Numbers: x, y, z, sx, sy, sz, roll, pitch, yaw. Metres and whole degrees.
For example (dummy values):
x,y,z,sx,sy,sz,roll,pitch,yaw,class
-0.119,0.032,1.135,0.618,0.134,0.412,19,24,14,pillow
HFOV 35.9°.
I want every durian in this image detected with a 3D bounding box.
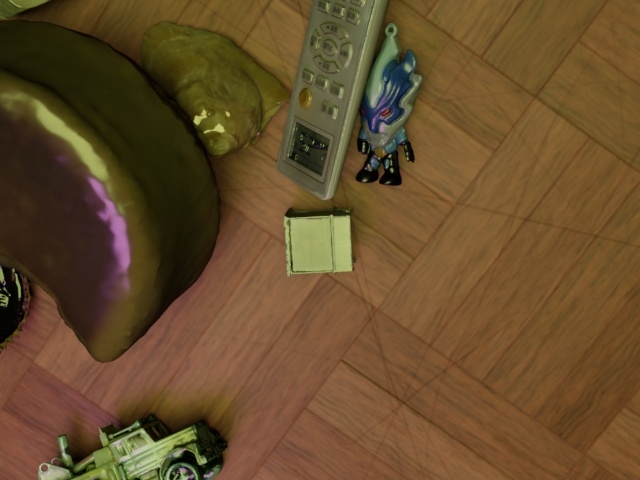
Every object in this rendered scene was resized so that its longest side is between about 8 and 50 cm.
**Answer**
x,y,z,sx,sy,sz,roll,pitch,yaw,class
-0.452,0.067,1.284,0.108,0.119,0.187,-4,101,42,durian

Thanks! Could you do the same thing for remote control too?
x,y,z,sx,sy,sz,roll,pitch,yaw,class
0.026,-0.210,1.171,0.055,0.109,0.313,-3,116,-40,remote control

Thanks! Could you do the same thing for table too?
x,y,z,sx,sy,sz,roll,pitch,yaw,class
0.000,0.000,1.235,0.083,0.062,0.079,-2,101,5,table

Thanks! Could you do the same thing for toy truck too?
x,y,z,sx,sy,sz,roll,pitch,yaw,class
-0.260,0.298,1.290,0.259,0.128,0.135,-21,85,9,toy truck

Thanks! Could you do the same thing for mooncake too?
x,y,z,sx,sy,sz,roll,pitch,yaw,class
-0.323,-0.051,1.149,0.393,0.246,0.394,-9,119,28,mooncake

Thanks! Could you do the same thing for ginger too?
x,y,z,sx,sy,sz,roll,pitch,yaw,class
-0.154,-0.180,1.191,0.193,0.122,0.115,36,122,4,ginger

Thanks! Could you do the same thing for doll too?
x,y,z,sx,sy,sz,roll,pitch,yaw,class
0.079,-0.165,1.197,0.096,0.070,0.195,14,108,33,doll

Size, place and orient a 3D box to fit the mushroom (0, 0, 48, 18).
x,y,z,sx,sy,sz,roll,pitch,yaw,class
-0.414,-0.352,1.186,0.247,0.096,0.108,42,127,-1,mushroom
